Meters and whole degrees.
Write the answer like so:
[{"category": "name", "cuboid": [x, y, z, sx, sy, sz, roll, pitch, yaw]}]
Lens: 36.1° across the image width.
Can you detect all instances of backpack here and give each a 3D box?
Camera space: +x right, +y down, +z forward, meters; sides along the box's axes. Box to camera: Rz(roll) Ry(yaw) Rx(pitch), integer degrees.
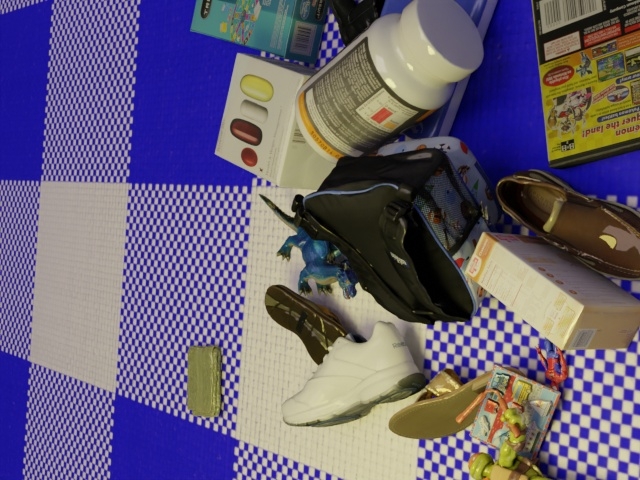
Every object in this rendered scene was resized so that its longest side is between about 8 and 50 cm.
[{"category": "backpack", "cuboid": [0.138, -0.010, 1.413, 0.276, 0.213, 0.263, 3, 129, 56]}]

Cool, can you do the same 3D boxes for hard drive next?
[{"category": "hard drive", "cuboid": [0.169, -0.328, 1.545, 0.210, 0.040, 0.319, 37, 115, 45]}]

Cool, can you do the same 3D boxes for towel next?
[{"category": "towel", "cuboid": [-0.238, 0.288, 2.009, 0.110, 0.027, 0.148, -8, 83, 51]}]

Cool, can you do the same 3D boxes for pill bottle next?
[{"category": "pill bottle", "cuboid": [0.099, -0.237, 1.463, 0.278, 0.162, 0.162, -33, 63, 44]}]

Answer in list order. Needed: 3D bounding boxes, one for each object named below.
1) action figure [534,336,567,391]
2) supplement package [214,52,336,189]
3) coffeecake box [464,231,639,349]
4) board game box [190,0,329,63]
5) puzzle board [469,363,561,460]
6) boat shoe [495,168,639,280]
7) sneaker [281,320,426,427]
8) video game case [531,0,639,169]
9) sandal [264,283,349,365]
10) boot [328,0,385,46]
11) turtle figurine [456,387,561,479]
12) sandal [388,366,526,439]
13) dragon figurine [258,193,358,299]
[{"category": "action figure", "cuboid": [0.318, 0.152, 1.347, 0.038, 0.030, 0.115, -8, 83, 45]}, {"category": "supplement package", "cuboid": [-0.055, -0.209, 1.724, 0.203, 0.149, 0.194, 28, 109, 47]}, {"category": "coffeecake box", "cuboid": [0.304, 0.064, 1.277, 0.185, 0.142, 0.068, 42, 119, 44]}, {"category": "board game box", "cuboid": [-0.108, -0.492, 1.861, 0.336, 0.079, 0.254, 27, 109, 48]}, {"category": "puzzle board", "cuboid": [0.268, 0.243, 1.361, 0.096, 0.011, 0.128, 23, 120, 18]}, {"category": "boat shoe", "cuboid": [0.331, -0.019, 1.287, 0.257, 0.095, 0.095, 33, 113, 46]}, {"category": "sneaker", "cuboid": [0.045, 0.227, 1.614, 0.297, 0.111, 0.129, -30, 66, 36]}, {"category": "video game case", "cuboid": [0.401, -0.241, 1.266, 0.275, 0.035, 0.248, -14, 77, 48]}, {"category": "sandal", "cuboid": [-0.007, 0.150, 1.704, 0.219, 0.060, 0.090, 36, 122, 26]}, {"category": "boot", "cuboid": [0.067, -0.396, 1.670, 0.099, 0.045, 0.121, -26, 75, 49]}, {"category": "turtle figurine", "cuboid": [0.275, 0.352, 1.339, 0.217, 0.087, 0.269, 26, 112, 42]}, {"category": "sandal", "cuboid": [0.206, 0.223, 1.460, 0.240, 0.088, 0.079, -31, 32, 37]}, {"category": "dragon figurine", "cuboid": [0.000, 0.000, 1.694, 0.144, 0.085, 0.289, -50, 52, 36]}]
